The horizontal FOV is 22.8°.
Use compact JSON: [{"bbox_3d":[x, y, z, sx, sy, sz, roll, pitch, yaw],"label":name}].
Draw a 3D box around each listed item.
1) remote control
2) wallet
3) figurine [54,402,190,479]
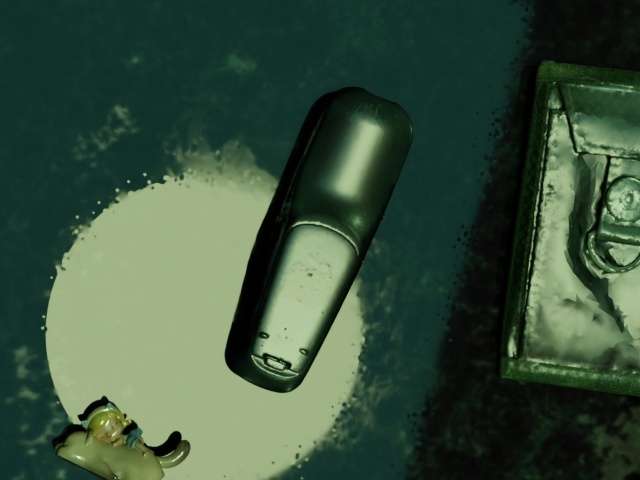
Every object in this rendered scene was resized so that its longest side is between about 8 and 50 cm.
[{"bbox_3d":[0.000,0.000,1.110,0.072,0.042,0.222,23,87,-10],"label":"remote control"},{"bbox_3d":[0.220,-0.004,1.157,0.160,0.055,0.236,7,90,-6],"label":"wallet"},{"bbox_3d":[-0.136,0.143,1.087,0.083,0.047,0.051,28,70,-5],"label":"figurine"}]
